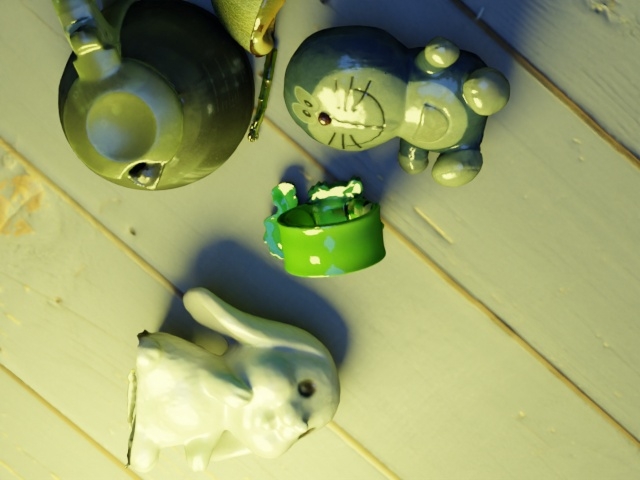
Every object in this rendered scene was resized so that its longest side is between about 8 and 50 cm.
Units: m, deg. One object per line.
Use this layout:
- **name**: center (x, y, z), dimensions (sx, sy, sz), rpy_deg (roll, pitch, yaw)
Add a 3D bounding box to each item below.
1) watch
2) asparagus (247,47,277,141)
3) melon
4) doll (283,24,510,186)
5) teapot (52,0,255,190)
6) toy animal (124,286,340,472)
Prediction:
- **watch**: center (0.000, 0.000, 1.578), dimensions (0.165, 0.152, 0.131), rpy_deg (-5, 109, 7)
- **asparagus**: center (-0.075, -0.187, 1.601), dimensions (0.018, 0.015, 0.127), rpy_deg (18, 108, 12)
- **melon**: center (-0.098, -0.296, 1.507), dimensions (0.128, 0.079, 0.160), rpy_deg (36, 148, 13)
- **doll**: center (0.085, -0.176, 1.504), dimensions (0.258, 0.154, 0.228), rpy_deg (5, 145, -5)
- **teapot**: center (-0.209, -0.206, 1.497), dimensions (0.239, 0.239, 0.322), rpy_deg (7, 106, 4)
- **toy animal**: center (-0.128, 0.203, 1.649), dimensions (0.289, 0.174, 0.249), rpy_deg (25, 119, -11)
